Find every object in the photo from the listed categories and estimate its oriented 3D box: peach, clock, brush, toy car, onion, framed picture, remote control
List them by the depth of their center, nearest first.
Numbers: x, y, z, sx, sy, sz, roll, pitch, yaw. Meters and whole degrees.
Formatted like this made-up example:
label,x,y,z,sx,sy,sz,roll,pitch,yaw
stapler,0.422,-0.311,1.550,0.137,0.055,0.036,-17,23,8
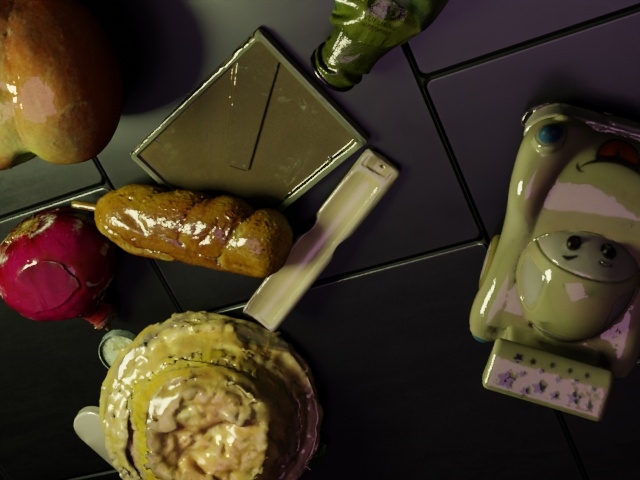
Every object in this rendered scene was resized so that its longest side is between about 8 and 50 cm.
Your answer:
label,x,y,z,sx,sy,sz,roll,pitch,yaw
toy car,0.329,0.026,1.450,0.242,0.226,0.336,17,124,5
peach,-0.383,-0.211,1.501,0.252,0.252,0.252,7,122,11
framed picture,-0.104,-0.131,1.597,0.213,0.016,0.289,44,121,-12
brush,0.000,0.000,1.634,0.060,0.050,0.321,36,115,-5
onion,-0.387,0.066,1.729,0.195,0.140,0.218,-22,116,18
clock,-0.316,0.182,1.840,0.085,0.017,0.085,7,122,11
remote control,-0.322,0.374,1.954,0.245,0.022,0.077,45,123,-14

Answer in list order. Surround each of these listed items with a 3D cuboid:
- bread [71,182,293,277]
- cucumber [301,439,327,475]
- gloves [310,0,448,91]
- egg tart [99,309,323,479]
label,x,y,z,sx,sy,sz,roll,pitch,yaw
bread,-0.205,-0.016,1.631,0.344,0.084,0.124,10,120,15
cucumber,-0.065,0.386,1.875,0.058,0.052,0.214,30,125,-28
gloves,0.085,-0.292,1.404,0.135,0.107,0.268,14,126,-31
egg tart,-0.168,0.278,1.739,0.351,0.150,0.352,0,102,-2
